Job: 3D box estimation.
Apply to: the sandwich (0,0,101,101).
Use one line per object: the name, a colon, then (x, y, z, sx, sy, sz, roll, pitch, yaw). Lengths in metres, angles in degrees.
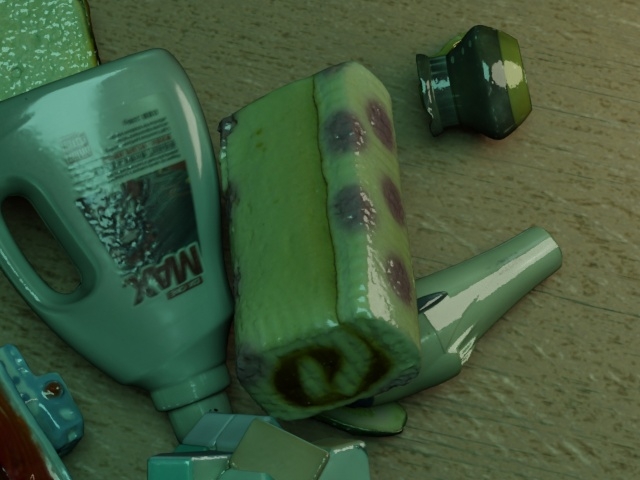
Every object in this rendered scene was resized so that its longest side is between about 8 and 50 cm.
sandwich: (-0.349, -0.174, 1.996, 0.226, 0.087, 0.251, -14, 73, -9)

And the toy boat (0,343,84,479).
toy boat: (-0.279, 0.252, 1.824, 0.133, 0.145, 0.332, -18, 70, -39)

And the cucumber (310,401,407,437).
cucumber: (0.037, 0.184, 1.911, 0.107, 0.035, 0.067, 21, 41, 1)

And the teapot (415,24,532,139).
teapot: (0.170, -0.183, 2.022, 0.119, 0.130, 0.166, -11, 37, 9)

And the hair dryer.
hair dryer: (0.112, 0.024, 1.956, 0.295, 0.119, 0.298, -12, 58, -14)

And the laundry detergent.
laundry detergent: (-0.204, 0.024, 1.877, 0.264, 0.124, 0.398, -21, 92, -12)

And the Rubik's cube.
Rubik's cube: (-0.058, 0.276, 1.733, 0.265, 0.213, 0.224, 51, 62, -23)

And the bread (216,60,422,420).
bread: (0.000, 0.000, 1.824, 0.187, 0.155, 0.338, -20, 50, 18)
